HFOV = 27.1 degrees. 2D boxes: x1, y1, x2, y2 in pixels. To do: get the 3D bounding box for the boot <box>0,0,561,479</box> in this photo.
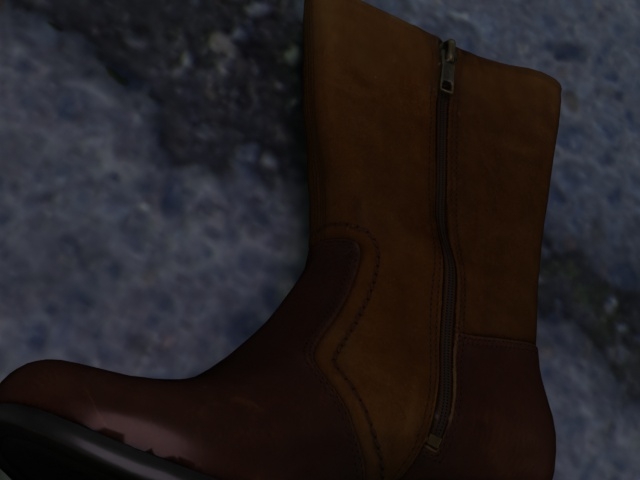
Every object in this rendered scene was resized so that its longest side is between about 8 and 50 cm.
[{"bbox_3d":[0.000,0.000,0.588,0.264,0.096,0.280,14,64,-19],"label":"boot"}]
